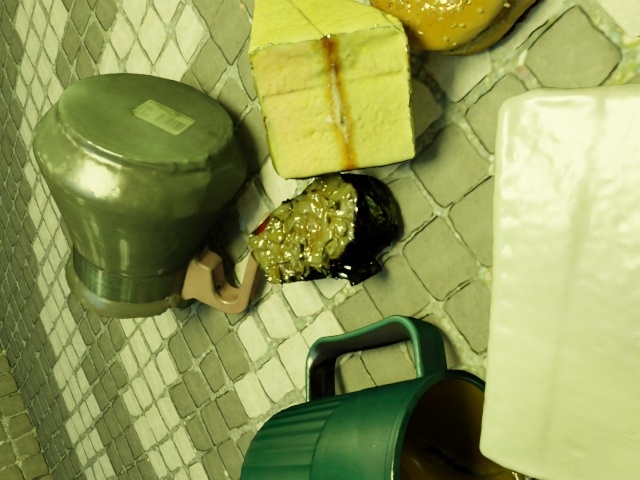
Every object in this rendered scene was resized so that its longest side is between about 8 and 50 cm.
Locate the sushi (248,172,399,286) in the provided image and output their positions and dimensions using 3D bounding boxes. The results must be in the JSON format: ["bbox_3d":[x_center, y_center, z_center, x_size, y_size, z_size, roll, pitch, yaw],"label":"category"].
[{"bbox_3d":[0.000,0.000,0.691,0.213,0.115,0.147,-26,82,42],"label":"sushi"}]

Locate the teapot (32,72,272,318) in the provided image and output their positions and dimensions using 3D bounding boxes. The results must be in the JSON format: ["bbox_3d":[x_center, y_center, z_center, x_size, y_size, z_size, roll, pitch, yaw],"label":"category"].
[{"bbox_3d":[-0.261,-0.040,0.838,0.376,0.305,0.361,25,130,4],"label":"teapot"}]

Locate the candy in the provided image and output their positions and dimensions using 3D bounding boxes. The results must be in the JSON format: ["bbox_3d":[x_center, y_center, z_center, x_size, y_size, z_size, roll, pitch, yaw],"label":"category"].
[{"bbox_3d":[0.266,0.048,0.439,0.208,0.145,0.358,8,106,40],"label":"candy"}]

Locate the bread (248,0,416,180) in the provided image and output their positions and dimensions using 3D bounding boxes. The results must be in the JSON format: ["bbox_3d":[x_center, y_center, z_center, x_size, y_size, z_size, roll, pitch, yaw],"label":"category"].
[{"bbox_3d":[0.012,-0.219,0.611,0.167,0.163,0.264,77,-173,-46],"label":"bread"}]

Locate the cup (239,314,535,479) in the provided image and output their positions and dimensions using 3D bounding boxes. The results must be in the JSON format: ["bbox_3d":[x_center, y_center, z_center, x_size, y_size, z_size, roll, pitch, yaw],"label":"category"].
[{"bbox_3d":[0.055,0.274,0.621,0.292,0.242,0.307,-29,83,45],"label":"cup"}]

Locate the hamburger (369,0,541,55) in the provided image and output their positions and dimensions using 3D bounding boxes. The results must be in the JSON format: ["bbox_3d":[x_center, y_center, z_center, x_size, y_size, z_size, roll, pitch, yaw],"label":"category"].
[{"bbox_3d":[0.124,-0.284,0.512,0.191,0.118,0.181,40,120,35],"label":"hamburger"}]
